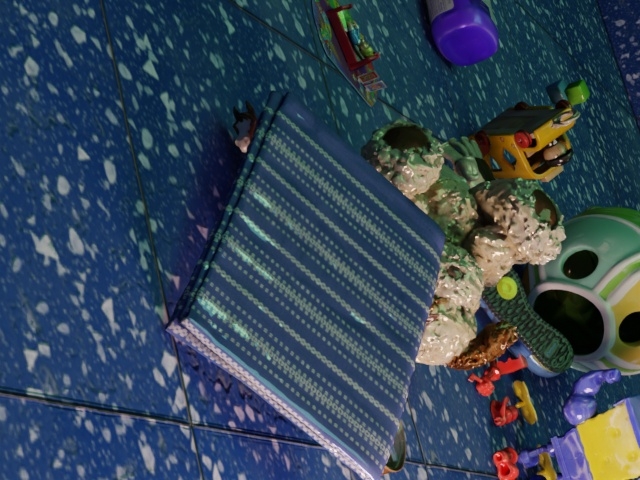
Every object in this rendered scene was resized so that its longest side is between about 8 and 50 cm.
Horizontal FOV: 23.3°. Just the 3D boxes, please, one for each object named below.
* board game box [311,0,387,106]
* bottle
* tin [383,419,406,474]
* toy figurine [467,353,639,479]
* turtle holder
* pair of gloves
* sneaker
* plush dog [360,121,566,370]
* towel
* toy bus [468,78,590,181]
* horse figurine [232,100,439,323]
[{"bbox_3d":[0.045,-0.254,1.958,0.169,0.033,0.133,46,31,-45],"label":"board game box"},{"bbox_3d":[0.205,-0.410,2.406,0.118,0.092,0.283,40,35,-52],"label":"bottle"},{"bbox_3d":[0.034,0.145,1.554,0.106,0.040,0.190,15,56,-69],"label":"tin"},{"bbox_3d":[0.354,0.290,1.935,0.191,0.217,0.363,14,56,-64],"label":"toy figurine"},{"bbox_3d":[0.431,0.099,2.213,0.320,0.243,0.227,37,36,22],"label":"turtle holder"},{"bbox_3d":[0.196,-0.068,2.056,0.240,0.042,0.204,15,43,-58],"label":"pair of gloves"},{"bbox_3d":[0.254,0.103,2.102,0.069,0.082,0.209,-42,98,-24],"label":"sneaker"},{"bbox_3d":[0.115,0.030,1.721,0.262,0.210,0.225,25,55,-21],"label":"plush dog"},{"bbox_3d":[-0.001,0.033,1.424,0.243,0.040,0.336,40,41,-18],"label":"towel"},{"bbox_3d":[0.316,-0.139,2.282,0.104,0.191,0.202,62,22,-18],"label":"toy bus"},{"bbox_3d":[0.000,0.000,1.525,0.263,0.066,0.174,34,34,-26],"label":"horse figurine"}]
